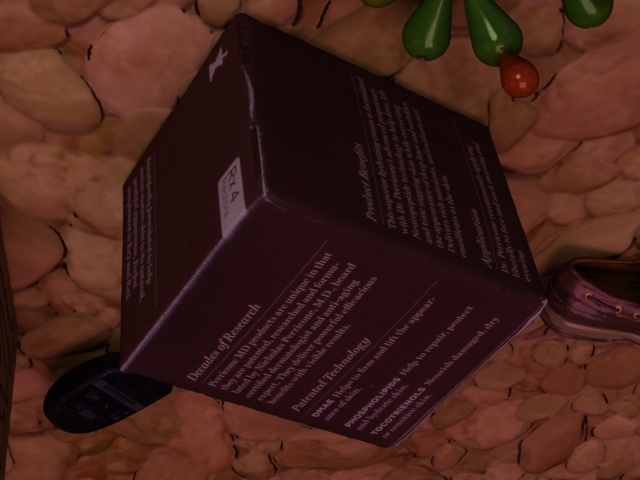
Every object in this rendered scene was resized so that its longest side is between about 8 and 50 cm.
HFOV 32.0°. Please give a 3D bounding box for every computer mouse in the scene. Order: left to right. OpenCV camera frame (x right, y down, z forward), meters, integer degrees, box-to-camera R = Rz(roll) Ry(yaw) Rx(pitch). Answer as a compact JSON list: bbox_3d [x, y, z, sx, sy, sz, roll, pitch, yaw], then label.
[{"bbox_3d":[-0.113,0.081,0.871,0.242,0.041,0.071,-27,142,9],"label":"computer mouse"}]

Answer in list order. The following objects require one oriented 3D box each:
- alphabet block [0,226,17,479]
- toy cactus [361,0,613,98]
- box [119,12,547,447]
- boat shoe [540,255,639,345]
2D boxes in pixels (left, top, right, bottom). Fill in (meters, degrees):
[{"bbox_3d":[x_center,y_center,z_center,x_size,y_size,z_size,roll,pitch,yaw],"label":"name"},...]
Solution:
[{"bbox_3d":[-0.305,0.083,0.721,0.192,0.197,0.193,1,135,-9],"label":"alphabet block"},{"bbox_3d":[0.079,-0.175,0.604,0.218,0.112,0.181,14,122,-11],"label":"toy cactus"},{"bbox_3d":[0.000,0.000,0.706,0.203,0.169,0.167,21,129,-27],"label":"box"},{"bbox_3d":[0.261,0.046,0.871,0.177,0.064,0.060,5,136,-11],"label":"boat shoe"}]
